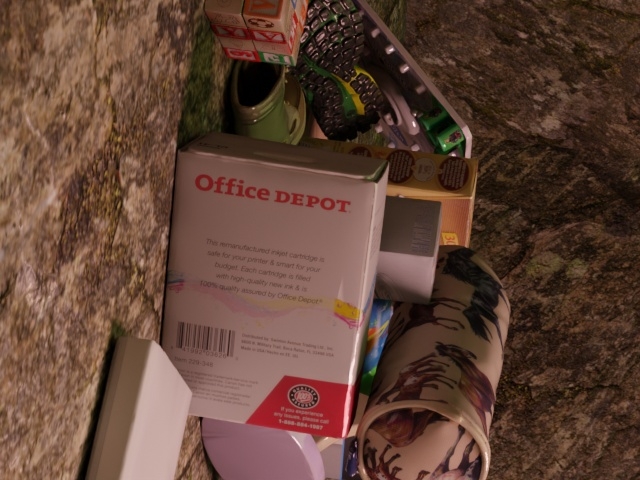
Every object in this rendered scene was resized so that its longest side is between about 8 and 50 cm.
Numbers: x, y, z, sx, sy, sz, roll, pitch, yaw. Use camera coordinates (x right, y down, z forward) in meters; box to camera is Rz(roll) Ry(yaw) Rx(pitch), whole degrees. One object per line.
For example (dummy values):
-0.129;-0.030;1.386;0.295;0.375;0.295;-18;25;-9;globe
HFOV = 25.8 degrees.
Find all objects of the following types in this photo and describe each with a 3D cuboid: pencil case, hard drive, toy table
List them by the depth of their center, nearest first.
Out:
-0.201;0.295;1.398;0.233;0.047;0.353;79;22;-70;hard drive
0.140;0.163;1.721;0.183;0.160;0.410;-54;-172;29;pencil case
-0.047;0.246;1.921;0.161;0.252;0.274;-57;168;-35;toy table

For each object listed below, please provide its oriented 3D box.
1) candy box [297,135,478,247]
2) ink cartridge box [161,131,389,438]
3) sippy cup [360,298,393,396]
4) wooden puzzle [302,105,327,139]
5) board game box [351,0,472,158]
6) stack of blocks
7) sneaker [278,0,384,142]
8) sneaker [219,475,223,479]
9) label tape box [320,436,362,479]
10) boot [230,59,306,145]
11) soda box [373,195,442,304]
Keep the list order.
0.072;-0.053;2.119;0.183;0.316;0.087;90;12;-49;candy box
-0.053;0.049;1.579;0.131;0.226;0.306;-53;152;-74;ink cartridge box
0.013;0.071;1.998;0.224;0.305;0.240;104;11;-60;sippy cup
-0.038;-0.106;2.336;0.239;0.044;0.221;-69;167;-44;wooden puzzle
0.105;-0.223;2.282;0.390;0.050;0.390;54;-9;19;board game box
-0.054;-0.373;1.630;0.171;0.087;0.297;64;35;-78;stack of blocks
-0.018;-0.281;2.029;0.146;0.134;0.343;52;-9;31;sneaker
-0.109;0.289;2.093;0.086;0.085;0.237;-48;-153;50;sneaker
0.013;0.230;2.257;0.115;0.249;0.348;-74;170;-49;label tape box
-0.068;-0.185;1.813;0.165;0.077;0.213;88;15;-47;boot
0.000;0.000;1.696;0.098;0.286;0.091;91;8;-51;soda box
